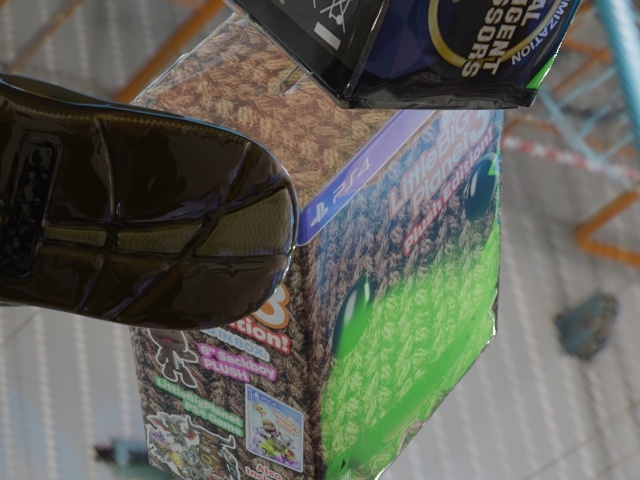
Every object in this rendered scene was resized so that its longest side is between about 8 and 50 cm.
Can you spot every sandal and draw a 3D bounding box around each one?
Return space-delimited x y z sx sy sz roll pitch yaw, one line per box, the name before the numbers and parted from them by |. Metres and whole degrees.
sandal | -0.111 -0.027 0.601 0.219 0.090 0.060 11 -169 -26

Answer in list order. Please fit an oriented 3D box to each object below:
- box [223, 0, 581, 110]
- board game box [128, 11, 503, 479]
box | -0.016 -0.276 0.664 0.097 0.318 0.395 -3 -145 -40
board game box | 0.000 0.000 1.235 0.141 0.291 0.232 22 -131 25
